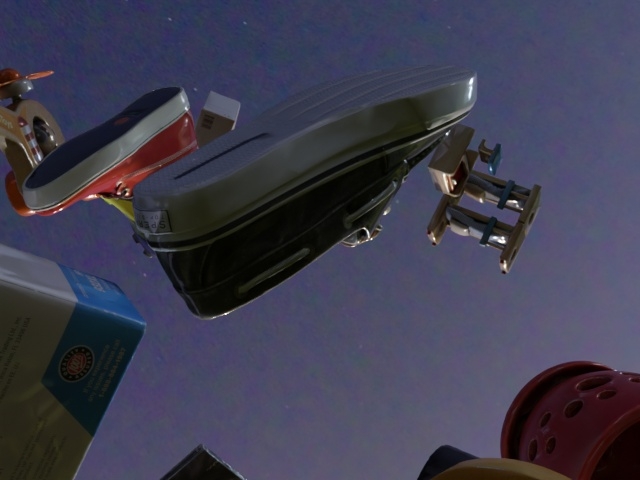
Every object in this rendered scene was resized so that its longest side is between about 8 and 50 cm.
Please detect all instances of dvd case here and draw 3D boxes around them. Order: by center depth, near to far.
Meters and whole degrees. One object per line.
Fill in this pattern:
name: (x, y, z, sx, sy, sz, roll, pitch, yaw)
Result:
dvd case: (-0.190, 0.382, 0.926, 0.221, 0.018, 0.164, -40, -54, -3)

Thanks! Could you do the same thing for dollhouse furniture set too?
dollhouse furniture set: (0.228, -0.055, 1.007, 0.129, 0.129, 0.184, -63, -24, -10)

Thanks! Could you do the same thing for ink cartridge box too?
ink cartridge box: (-0.348, 0.105, 0.611, 0.307, 0.129, 0.223, 25, -86, -34)

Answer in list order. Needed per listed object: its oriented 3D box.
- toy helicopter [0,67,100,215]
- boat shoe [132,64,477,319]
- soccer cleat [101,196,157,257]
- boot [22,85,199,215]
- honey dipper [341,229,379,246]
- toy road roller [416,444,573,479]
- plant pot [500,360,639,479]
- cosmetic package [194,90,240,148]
toy helicopter: (-0.479, -0.184, 1.097, 0.140, 0.235, 0.355, -14, -8, 2)
boat shoe: (0.005, -0.052, 0.577, 0.335, 0.121, 0.119, -29, -60, -30)
soccer cleat: (-0.382, -0.090, 1.473, 0.121, 0.093, 0.289, -23, -67, 29)
boot: (-0.220, -0.054, 0.837, 0.244, 0.088, 0.176, -45, -48, -42)
honey dipper: (0.000, 0.000, 0.604, 0.160, 0.030, 0.030, -19, -48, -53)
toy road roller: (0.102, 0.309, 0.462, 0.240, 0.202, 0.329, 12, -87, -60)
plant pot: (0.281, 0.212, 0.679, 0.191, 0.174, 0.191, -2, -81, -11)
cosmetic package: (-0.198, -0.117, 1.167, 0.060, 0.099, 0.239, 18, -63, -13)
